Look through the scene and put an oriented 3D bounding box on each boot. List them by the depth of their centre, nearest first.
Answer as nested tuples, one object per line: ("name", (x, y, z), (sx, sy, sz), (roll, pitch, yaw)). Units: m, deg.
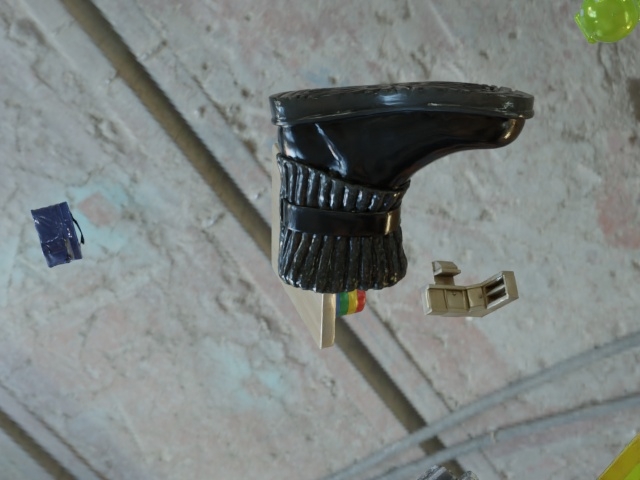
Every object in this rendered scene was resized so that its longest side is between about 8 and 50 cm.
("boot", (0.098, -0.064, 1.209), (0.348, 0.131, 0.260), (1, 104, 26))

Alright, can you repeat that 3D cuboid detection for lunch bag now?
("lunch bag", (-0.404, -0.008, 1.502), (0.065, 0.098, 0.067), (-18, 155, -14))

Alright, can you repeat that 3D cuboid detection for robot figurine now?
("robot figurine", (0.340, -0.273, 1.117), (0.067, 0.115, 0.101), (37, 140, -3))

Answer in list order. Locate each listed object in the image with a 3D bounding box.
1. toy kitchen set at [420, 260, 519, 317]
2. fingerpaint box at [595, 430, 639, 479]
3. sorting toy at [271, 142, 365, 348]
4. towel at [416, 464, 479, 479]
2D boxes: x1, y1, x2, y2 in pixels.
("toy kitchen set", (0.168, 0.045, 1.118), (0.083, 0.068, 0.075), (4, 156, -28))
("fingerpaint box", (0.488, 0.362, 0.947), (0.163, 0.445, 0.371), (-16, 144, -30))
("sorting toy", (0.000, 0.000, 1.610), (0.089, 0.257, 0.255), (-10, 125, -18))
("towel", (0.120, 0.421, 1.091), (0.284, 0.121, 0.235), (-41, 91, -6))
